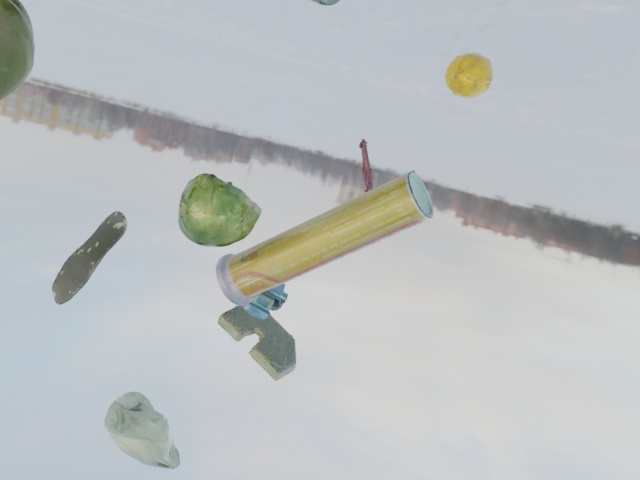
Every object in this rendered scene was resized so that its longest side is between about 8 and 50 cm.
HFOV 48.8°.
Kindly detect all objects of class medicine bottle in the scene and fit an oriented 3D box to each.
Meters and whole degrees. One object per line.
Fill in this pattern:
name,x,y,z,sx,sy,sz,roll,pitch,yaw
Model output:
medicine bottle,0.000,0.000,1.309,0.426,0.108,0.108,-25,168,26

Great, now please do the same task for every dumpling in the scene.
dumpling,-0.414,0.446,1.667,0.229,0.124,0.151,51,-161,-27

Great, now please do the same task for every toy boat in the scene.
toy boat,-0.146,0.149,1.732,0.109,0.098,0.238,26,168,-6

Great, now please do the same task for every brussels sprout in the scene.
brussels sprout,-0.196,-0.044,1.302,0.149,0.122,0.151,26,169,12

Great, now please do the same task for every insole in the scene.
insole,-0.466,0.036,1.420,0.011,0.248,0.081,19,-148,-54

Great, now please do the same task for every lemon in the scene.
lemon,0.379,-0.417,1.783,0.114,0.114,0.155,18,-155,33

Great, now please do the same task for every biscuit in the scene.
biscuit,-0.158,0.269,1.944,0.250,0.046,0.147,43,-144,22

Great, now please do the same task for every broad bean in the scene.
broad bean,-0.671,-0.375,1.397,0.189,0.263,0.121,34,-157,-37

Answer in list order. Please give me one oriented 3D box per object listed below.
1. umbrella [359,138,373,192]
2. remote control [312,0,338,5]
umbrella,0.116,-0.172,1.754,0.027,0.165,0.025,-12,-159,-8
remote control,-0.030,-0.593,1.428,0.104,0.247,0.052,-14,-151,40
